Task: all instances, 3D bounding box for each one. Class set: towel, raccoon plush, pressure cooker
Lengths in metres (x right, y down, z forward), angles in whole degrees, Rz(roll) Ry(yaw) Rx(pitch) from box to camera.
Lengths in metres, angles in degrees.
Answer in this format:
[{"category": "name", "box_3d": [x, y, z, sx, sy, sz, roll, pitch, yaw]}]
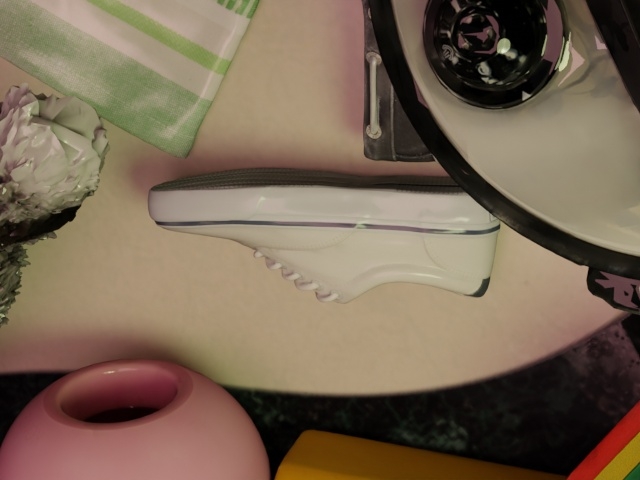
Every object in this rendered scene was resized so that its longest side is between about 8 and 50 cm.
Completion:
[{"category": "towel", "box_3d": [-0.140, -0.253, 1.275, 0.248, 0.038, 0.325, 29, 110, 5]}, {"category": "raccoon plush", "box_3d": [-0.329, 0.079, 1.210, 0.216, 0.299, 0.446, 24, 152, -13]}, {"category": "pressure cooker", "box_3d": [0.226, -0.156, 0.982, 0.369, 0.420, 0.376, 28, 108, 17]}]

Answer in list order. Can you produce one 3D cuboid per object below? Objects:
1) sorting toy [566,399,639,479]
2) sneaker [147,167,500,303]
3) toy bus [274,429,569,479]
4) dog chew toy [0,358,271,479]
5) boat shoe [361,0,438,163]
[{"category": "sorting toy", "box_3d": [0.307, 0.126, 1.172, 0.257, 0.255, 0.089, -51, 51, 19]}, {"category": "sneaker", "box_3d": [0.000, 0.000, 1.280, 0.258, 0.094, 0.091, 4, 102, 13]}, {"category": "toy bus", "box_3d": [0.133, 0.237, 1.307, 0.332, 0.108, 0.130, 9, 106, 13]}, {"category": "dog chew toy", "box_3d": [-0.131, 0.260, 1.341, 0.206, 0.206, 0.332, 1, 114, 15]}, {"category": "boat shoe", "box_3d": [0.053, -0.197, 1.210, 0.102, 0.108, 0.301, -1, 112, 13]}]
